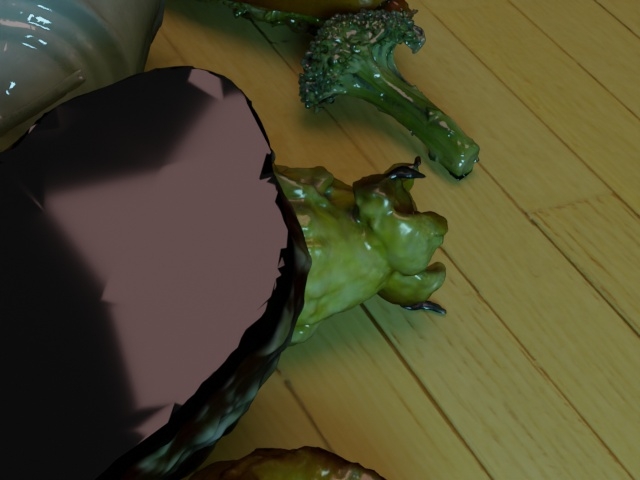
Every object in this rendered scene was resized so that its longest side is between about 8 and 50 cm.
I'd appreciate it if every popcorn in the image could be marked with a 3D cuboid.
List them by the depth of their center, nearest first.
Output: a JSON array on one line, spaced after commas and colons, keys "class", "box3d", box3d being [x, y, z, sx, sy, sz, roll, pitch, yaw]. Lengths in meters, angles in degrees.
[{"class": "popcorn", "box3d": [-0.003, -0.003, 1.125, 0.195, 0.173, 0.168, -12, 19, -9]}]

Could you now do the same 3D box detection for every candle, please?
[{"class": "candle", "box3d": [-0.256, -0.187, 1.250, 0.221, 0.221, 0.342, 7, 40, 0]}]

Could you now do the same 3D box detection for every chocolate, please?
[{"class": "chocolate", "box3d": [-0.147, 0.071, 0.925, 0.225, 0.210, 0.340, 36, 70, 17]}]

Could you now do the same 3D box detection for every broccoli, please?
[{"class": "broccoli", "box3d": [0.071, -0.137, 1.338, 0.204, 0.118, 0.122, 42, 27, 18]}]

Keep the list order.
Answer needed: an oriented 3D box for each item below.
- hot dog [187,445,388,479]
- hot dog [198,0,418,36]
[{"class": "hot dog", "box3d": [-0.022, 0.238, 0.831, 0.196, 0.122, 0.272, 24, 38, 2]}, {"class": "hot dog", "box3d": [-0.058, -0.273, 1.467, 0.337, 0.100, 0.135, 19, 10, 26]}]
